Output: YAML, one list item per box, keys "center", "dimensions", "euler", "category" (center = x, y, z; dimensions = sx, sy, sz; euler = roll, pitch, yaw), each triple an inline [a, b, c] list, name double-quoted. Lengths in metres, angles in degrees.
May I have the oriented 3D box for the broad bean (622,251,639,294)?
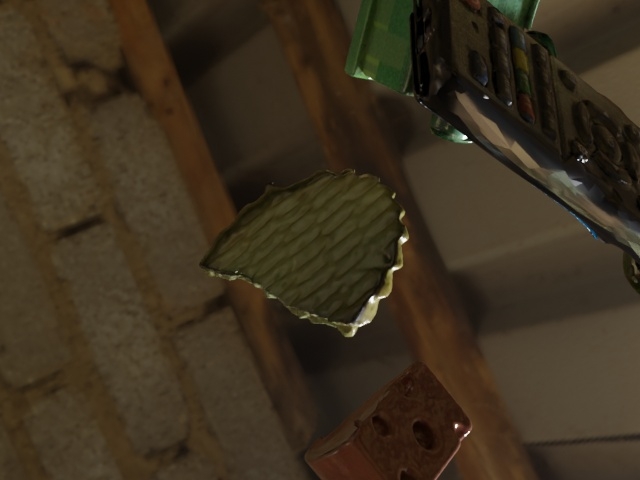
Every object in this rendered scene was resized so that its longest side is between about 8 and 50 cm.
- center: [0.411, -0.009, 1.375]
  dimensions: [0.153, 0.072, 0.207]
  euler: [60, -33, 34]
  category: "broad bean"

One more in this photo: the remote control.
- center: [0.213, -0.049, 0.941]
  dimensions: [0.062, 0.399, 0.144]
  euler: [-37, -147, 33]
  category: "remote control"

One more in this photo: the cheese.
- center: [0.064, 0.275, 1.605]
  dimensions: [0.128, 0.203, 0.177]
  euler: [50, -52, -1]
  category: "cheese"

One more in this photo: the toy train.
- center: [0.131, -0.240, 1.064]
  dimensions: [0.202, 0.120, 0.301]
  euler: [40, -60, 57]
  category: "toy train"

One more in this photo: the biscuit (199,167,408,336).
- center: [0.000, 0.000, 1.367]
  dimensions: [0.273, 0.187, 0.036]
  euler: [24, -20, 48]
  category: "biscuit"
